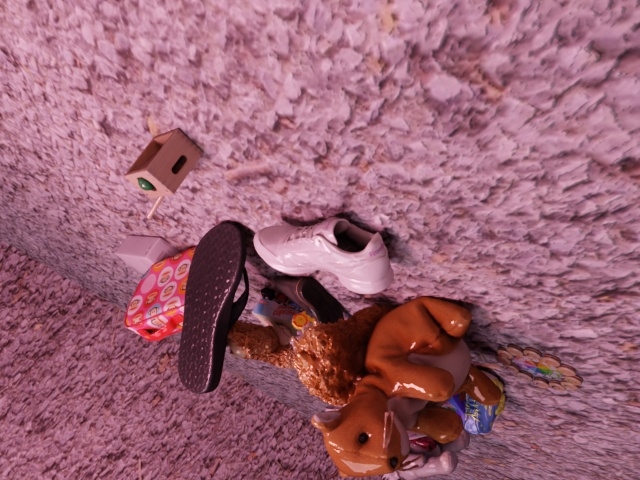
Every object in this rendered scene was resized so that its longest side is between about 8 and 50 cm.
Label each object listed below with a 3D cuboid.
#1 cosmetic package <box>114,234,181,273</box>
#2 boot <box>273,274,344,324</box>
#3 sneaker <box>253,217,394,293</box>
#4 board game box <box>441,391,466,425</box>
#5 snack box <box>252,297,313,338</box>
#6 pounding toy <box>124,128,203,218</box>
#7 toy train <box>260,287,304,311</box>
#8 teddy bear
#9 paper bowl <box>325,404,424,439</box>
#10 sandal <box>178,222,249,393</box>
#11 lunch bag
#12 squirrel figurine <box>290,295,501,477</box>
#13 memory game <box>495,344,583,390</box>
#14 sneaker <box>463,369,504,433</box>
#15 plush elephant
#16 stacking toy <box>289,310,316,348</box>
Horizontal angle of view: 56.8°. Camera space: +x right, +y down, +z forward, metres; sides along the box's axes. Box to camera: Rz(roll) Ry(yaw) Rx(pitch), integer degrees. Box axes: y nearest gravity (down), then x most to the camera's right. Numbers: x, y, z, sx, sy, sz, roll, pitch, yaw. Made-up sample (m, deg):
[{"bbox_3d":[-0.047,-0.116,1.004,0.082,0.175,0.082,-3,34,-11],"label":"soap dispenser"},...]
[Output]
[{"bbox_3d":[-0.548,0.049,1.895,0.231,0.085,0.117,6,147,47],"label":"cosmetic package"},{"bbox_3d":[-0.029,0.162,1.555,0.137,0.077,0.197,9,137,50],"label":"boot"},{"bbox_3d":[0.000,0.000,1.163,0.305,0.114,0.152,13,138,26],"label":"sneaker"},{"bbox_3d":[0.265,0.407,1.687,0.347,0.078,0.233,10,150,37],"label":"board game box"},{"bbox_3d":[-0.054,0.302,1.863,0.187,0.060,0.322,7,148,40],"label":"snack box"},{"bbox_3d":[-0.316,-0.130,1.185,0.130,0.141,0.100,-1,142,51],"label":"pounding toy"},{"bbox_3d":[-0.106,0.168,1.700,0.158,0.027,0.036,17,143,28],"label":"toy train"},{"bbox_3d":[-0.177,0.277,1.656,0.338,0.113,0.245,24,172,-40],"label":"teddy bear"},{"bbox_3d":[0.153,0.414,1.476,0.284,0.148,0.284,-7,168,-2],"label":"paper bowl"},{"bbox_3d":[-0.259,0.164,1.486,0.168,0.445,0.107,24,-164,35],"label":"sandal"},{"bbox_3d":[-0.419,0.167,1.683,0.293,0.258,0.120,-20,131,30],"label":"lunch bag"},{"bbox_3d":[0.118,0.312,1.261,0.397,0.370,0.281,20,144,43],"label":"squirrel figurine"},{"bbox_3d":[0.466,0.276,1.272,0.186,0.012,0.186,25,157,11],"label":"memory game"},{"bbox_3d":[0.403,0.414,1.479,0.091,0.126,0.240,10,151,38],"label":"sneaker"},{"bbox_3d":[0.292,0.635,1.956,0.330,0.272,0.255,-32,80,29],"label":"plush elephant"},{"bbox_3d":[0.018,0.281,1.530,0.221,0.052,0.167,33,154,10],"label":"stacking toy"}]
